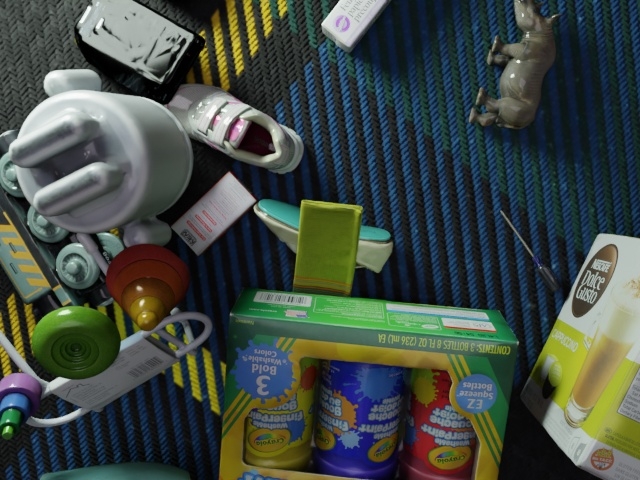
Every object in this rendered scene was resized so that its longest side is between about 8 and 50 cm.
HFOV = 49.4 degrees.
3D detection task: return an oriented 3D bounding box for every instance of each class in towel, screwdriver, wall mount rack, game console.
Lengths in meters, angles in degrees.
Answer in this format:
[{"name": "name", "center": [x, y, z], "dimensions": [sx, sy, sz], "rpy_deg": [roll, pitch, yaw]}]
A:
[{"name": "towel", "center": [0.008, 0.041, 1.167], "dimensions": [0.102, 0.021, 0.237], "rpy_deg": [5, 124, -2]}, {"name": "screwdriver", "center": [0.366, 0.016, 1.214], "dimensions": [0.025, 0.024, 0.170], "rpy_deg": [-29, 86, -25]}, {"name": "wall mount rack", "center": [-0.366, 0.151, 1.118], "dimensions": [0.350, 0.304, 0.130], "rpy_deg": [-31, 54, 4]}, {"name": "game console", "center": [-0.251, -0.422, 1.162], "dimensions": [0.213, 0.044, 0.361], "rpy_deg": [33, 92, 15]}]

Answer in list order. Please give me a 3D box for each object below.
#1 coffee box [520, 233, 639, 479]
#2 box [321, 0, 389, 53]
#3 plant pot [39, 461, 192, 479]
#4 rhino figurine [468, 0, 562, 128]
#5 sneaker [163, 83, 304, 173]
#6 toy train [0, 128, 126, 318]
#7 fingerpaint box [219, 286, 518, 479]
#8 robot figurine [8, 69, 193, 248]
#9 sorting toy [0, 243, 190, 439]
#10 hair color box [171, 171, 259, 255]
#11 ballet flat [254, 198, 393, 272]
[{"name": "coffee box", "center": [0.562, 0.207, 1.061], "dimensions": [0.338, 0.337, 0.334], "rpy_deg": [24, 94, 0]}, {"name": "box", "center": [0.125, -0.461, 1.157], "dimensions": [0.063, 0.067, 0.324], "rpy_deg": [39, 94, -1]}, {"name": "plant pot", "center": [-0.313, 0.503, 1.151], "dimensions": [0.235, 0.293, 0.293], "rpy_deg": [-11, 94, -12]}, {"name": "rhino figurine", "center": [0.334, -0.301, 1.159], "dimensions": [0.106, 0.073, 0.243], "rpy_deg": [17, 94, 4]}, {"name": "sneaker", "center": [-0.148, -0.194, 1.164], "dimensions": [0.252, 0.111, 0.103], "rpy_deg": [22, 95, 0]}, {"name": "toy train", "center": [-0.477, -0.016, 1.186], "dimensions": [0.190, 0.142, 0.334], "rpy_deg": [-29, 95, 16]}, {"name": "fingerpaint box", "center": [0.066, 0.292, 1.151], "dimensions": [0.445, 0.163, 0.371], "rpy_deg": [6, 103, 1]}, {"name": "robot figurine", "center": [-0.316, -0.122, 1.056], "dimensions": [0.200, 0.353, 0.299], "rpy_deg": [-20, 95, 10]}, {"name": "sorting toy", "center": [-0.335, 0.163, 0.993], "dimensions": [0.365, 0.126, 0.127], "rpy_deg": [-40, 119, 9]}, {"name": "hair color box", "center": [-0.182, -0.047, 1.212], "dimensions": [0.141, 0.043, 0.072], "rpy_deg": [-42, 92, 4]}, {"name": "ballet flat", "center": [0.000, 0.000, 1.197], "dimensions": [0.249, 0.086, 0.086], "rpy_deg": [16, 95, 0]}]
